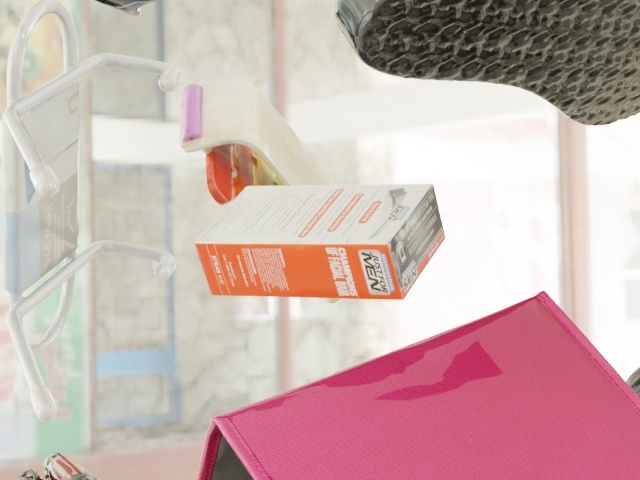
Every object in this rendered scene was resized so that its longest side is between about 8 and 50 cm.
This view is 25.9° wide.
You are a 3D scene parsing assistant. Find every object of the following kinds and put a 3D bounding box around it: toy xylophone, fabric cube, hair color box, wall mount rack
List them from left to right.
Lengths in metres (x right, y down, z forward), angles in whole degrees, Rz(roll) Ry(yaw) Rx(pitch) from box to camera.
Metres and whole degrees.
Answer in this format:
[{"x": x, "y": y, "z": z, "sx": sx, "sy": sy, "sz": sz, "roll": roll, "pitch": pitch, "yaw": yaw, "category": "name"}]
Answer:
[{"x": -0.220, "y": -0.020, "z": 1.214, "sx": 0.131, "sy": 0.350, "sz": 0.304, "roll": 12, "pitch": 27, "yaw": 14, "category": "wall mount rack"}, {"x": -0.057, "y": -0.055, "z": 1.706, "sx": 0.081, "sy": 0.322, "sz": 0.236, "roll": -25, "pitch": 34, "yaw": 19, "category": "toy xylophone"}, {"x": 0.000, "y": 0.000, "z": 1.068, "sx": 0.167, "sy": 0.053, "sz": 0.093, "roll": 0, "pitch": 30, "yaw": 30, "category": "hair color box"}, {"x": 0.084, "y": 0.233, "z": 0.893, "sx": 0.258, "sy": 0.254, "sz": 0.259, "roll": -19, "pitch": -36, "yaw": -30, "category": "fabric cube"}]

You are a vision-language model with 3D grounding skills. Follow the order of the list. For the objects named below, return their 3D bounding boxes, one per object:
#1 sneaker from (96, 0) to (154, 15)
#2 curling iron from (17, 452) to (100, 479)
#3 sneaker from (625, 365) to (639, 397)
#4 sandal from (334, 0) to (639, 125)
[{"x": -0.077, "y": -0.233, "z": 0.953, "sx": 0.232, "sy": 0.081, "sz": 0.090, "roll": -24, "pitch": -31, "yaw": 25, "category": "sneaker"}, {"x": -0.097, "y": 0.164, "z": 0.715, "sx": 0.035, "sy": 0.068, "sz": 0.274, "roll": -1, "pitch": 4, "yaw": -34, "category": "curling iron"}, {"x": 0.374, "y": 0.130, "z": 1.093, "sx": 0.296, "sy": 0.147, "sz": 0.104, "roll": -8, "pitch": -39, "yaw": -11, "category": "sneaker"}, {"x": 0.179, "y": -0.190, "z": 1.065, "sx": 0.446, "sy": 0.107, "sz": 0.167, "roll": 5, "pitch": -42, "yaw": -48, "category": "sandal"}]
